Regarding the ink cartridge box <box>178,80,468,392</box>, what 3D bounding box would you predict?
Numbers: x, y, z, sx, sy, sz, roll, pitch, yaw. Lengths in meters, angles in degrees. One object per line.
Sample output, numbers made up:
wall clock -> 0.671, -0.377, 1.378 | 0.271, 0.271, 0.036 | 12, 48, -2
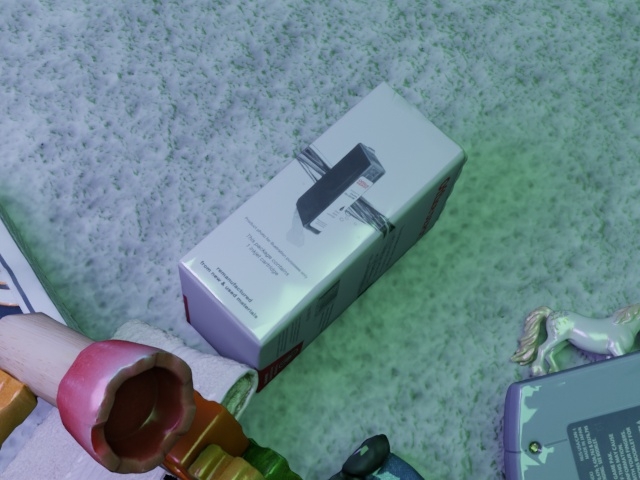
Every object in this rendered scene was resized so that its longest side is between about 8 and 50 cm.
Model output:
ink cartridge box -> 0.000, 0.000, 1.095 | 0.273, 0.197, 0.114 | -42, 78, -17

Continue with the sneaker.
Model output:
sneaker -> -0.312, 0.074, 1.071 | 0.127, 0.126, 0.321 | -35, 55, -11

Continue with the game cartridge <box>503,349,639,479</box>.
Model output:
game cartridge -> 0.285, 0.264, 1.067 | 0.198, 0.062, 0.297 | -13, 84, -5

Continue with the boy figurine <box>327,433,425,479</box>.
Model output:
boy figurine -> 0.113, 0.321, 1.036 | 0.177, 0.092, 0.285 | -43, 74, 1

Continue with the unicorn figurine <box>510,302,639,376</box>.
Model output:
unicorn figurine -> 0.287, 0.106, 1.151 | 0.162, 0.060, 0.111 | 17, 74, -1

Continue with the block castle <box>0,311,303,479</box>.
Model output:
block castle -> -0.129, 0.287, 0.839 | 0.213, 0.453, 0.303 | 19, 64, 40

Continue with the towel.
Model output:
towel -> -0.202, 0.205, 1.038 | 0.187, 0.049, 0.282 | 18, 63, 39
